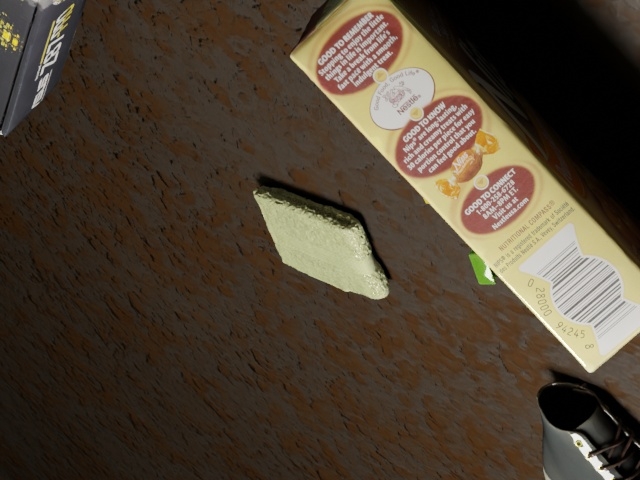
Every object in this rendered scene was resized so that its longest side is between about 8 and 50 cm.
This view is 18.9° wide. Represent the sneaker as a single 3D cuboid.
[{"bbox_3d":[0.283,0.216,1.744,0.222,0.083,0.118,25,150,37],"label":"sneaker"}]

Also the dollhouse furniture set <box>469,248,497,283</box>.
[{"bbox_3d":[0.204,0.009,1.598,0.151,0.058,0.076,-3,125,33],"label":"dollhouse furniture set"}]

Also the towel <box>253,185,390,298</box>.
[{"bbox_3d":[0.000,0.000,1.886,0.148,0.027,0.110,21,147,42],"label":"towel"}]

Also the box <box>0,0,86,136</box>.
[{"bbox_3d":[-0.388,-0.310,1.760,0.395,0.097,0.318,41,149,2],"label":"box"}]

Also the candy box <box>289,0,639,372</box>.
[{"bbox_3d":[0.121,-0.065,1.419,0.316,0.087,0.183,47,-166,-8],"label":"candy box"}]

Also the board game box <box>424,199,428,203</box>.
[{"bbox_3d":[0.096,-0.091,1.592,0.103,0.026,0.154,9,139,50],"label":"board game box"}]
